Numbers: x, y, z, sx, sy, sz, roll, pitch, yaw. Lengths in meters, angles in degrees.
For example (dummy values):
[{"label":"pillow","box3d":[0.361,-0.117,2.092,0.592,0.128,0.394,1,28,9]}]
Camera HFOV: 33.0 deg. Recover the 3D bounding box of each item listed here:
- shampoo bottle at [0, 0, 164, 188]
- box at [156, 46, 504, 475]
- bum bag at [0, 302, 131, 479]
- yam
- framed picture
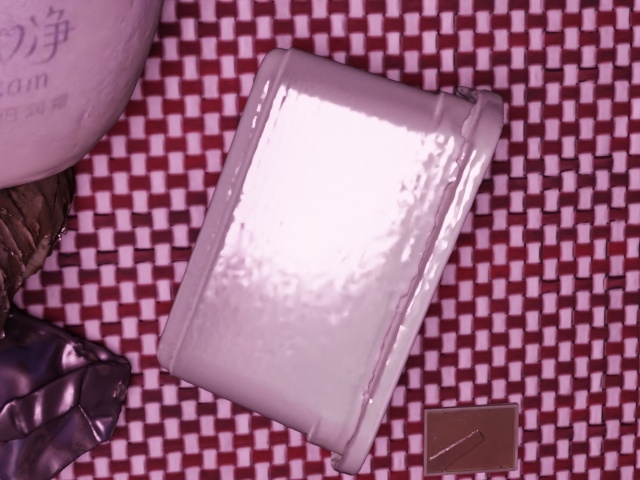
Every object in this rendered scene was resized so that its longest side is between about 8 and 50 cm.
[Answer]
[{"label":"shampoo bottle","box3d":[-0.256,-0.201,0.698,0.322,0.322,0.317,1,125,-8]},{"label":"box","box3d":[0.000,0.000,0.857,0.182,0.175,0.312,21,97,-3]},{"label":"bum bag","box3d":[-0.305,0.087,0.865,0.310,0.074,0.137,31,67,-8]},{"label":"yam","box3d":[-0.273,0.006,0.768,0.153,0.254,0.154,1,120,1]},{"label":"framed picture","box3d":[0.137,0.182,0.986,0.089,0.007,0.066,-3,101,-7]}]
